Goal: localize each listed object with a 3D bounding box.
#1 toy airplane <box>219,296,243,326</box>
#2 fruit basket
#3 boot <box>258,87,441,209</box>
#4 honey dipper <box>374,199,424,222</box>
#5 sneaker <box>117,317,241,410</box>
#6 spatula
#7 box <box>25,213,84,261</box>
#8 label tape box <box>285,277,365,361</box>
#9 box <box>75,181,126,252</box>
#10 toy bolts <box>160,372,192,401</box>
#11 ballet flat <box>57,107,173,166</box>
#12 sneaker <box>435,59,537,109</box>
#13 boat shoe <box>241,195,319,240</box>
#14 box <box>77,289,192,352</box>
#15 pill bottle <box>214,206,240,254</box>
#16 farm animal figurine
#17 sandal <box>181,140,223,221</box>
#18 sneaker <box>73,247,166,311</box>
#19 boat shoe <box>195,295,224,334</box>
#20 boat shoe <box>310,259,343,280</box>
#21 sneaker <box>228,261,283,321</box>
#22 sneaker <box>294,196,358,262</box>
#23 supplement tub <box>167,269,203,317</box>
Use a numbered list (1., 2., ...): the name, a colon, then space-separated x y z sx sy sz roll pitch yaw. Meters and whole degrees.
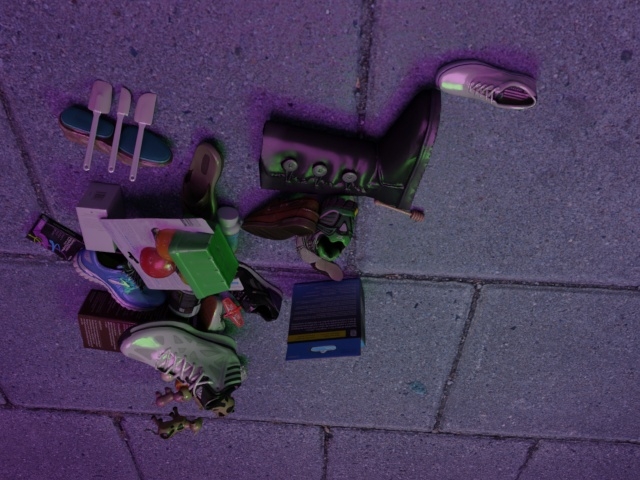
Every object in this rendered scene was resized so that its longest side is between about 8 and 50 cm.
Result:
1. toy airplane: -0.294 0.241 1.927 0.151 0.028 0.151 -11 126 -16
2. fruit basket: -0.437 0.039 1.615 0.352 0.166 0.327 3 138 23
3. boot: 0.063 -0.265 1.432 0.444 0.146 0.367 12 129 0
4. honey dipper: 0.238 -0.093 1.632 0.160 0.030 0.030 18 130 -6
5. sneaker: -0.444 0.420 1.799 0.447 0.258 0.169 19 118 -38
6. spatula: -0.543 -0.290 1.429 0.168 0.019 0.242 12 93 -12
7. box: -0.875 -0.006 1.779 0.162 0.029 0.116 34 125 -24
8. label tape box: 0.023 0.284 1.767 0.240 0.334 0.106 -6 130 9
9. box: -0.666 -0.070 1.642 0.090 0.130 0.171 6 130 -3
10. toy bolts: -0.523 0.517 2.120 0.218 0.159 0.228 -24 125 23
11. ballet flat: -0.566 -0.272 1.497 0.315 0.108 0.106 24 148 -10
12. sneaker: 0.415 -0.382 1.325 0.258 0.091 0.094 5 131 -1
13. boat shoe: -0.115 -0.069 1.604 0.307 0.105 0.110 -1 158 43
14. box: -0.668 0.312 1.970 0.381 0.143 0.191 10 130 -2
15. pill bottle: -0.298 -0.024 1.686 0.087 0.087 0.160 11 131 -6
16. farm animal figurine: -0.453 0.615 2.049 0.326 0.172 0.330 22 96 -43
17. sandal: -0.362 -0.148 1.562 0.120 0.086 0.303 28 127 14
18. sneaker: -0.656 0.120 1.809 0.330 0.130 0.147 38 126 -25
19. boat shoe: -0.401 0.312 1.989 0.096 0.098 0.277 -1 129 -37
20. boat shoe: 0.023 0.096 1.801 0.133 0.049 0.042 31 163 -34
21. sneaker: -0.248 0.176 1.831 0.283 0.124 0.107 32 125 -22
22. sneaker: 0.000 0.000 1.610 0.134 0.146 0.343 15 155 -13
23. supplement tub: -0.451 0.165 1.840 0.116 0.117 0.190 18 130 -11
